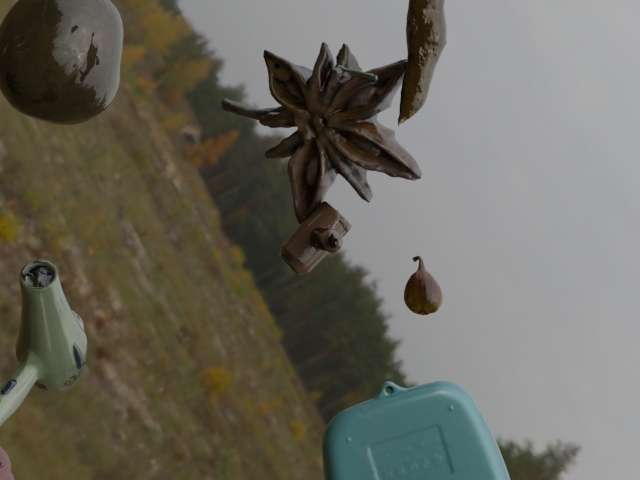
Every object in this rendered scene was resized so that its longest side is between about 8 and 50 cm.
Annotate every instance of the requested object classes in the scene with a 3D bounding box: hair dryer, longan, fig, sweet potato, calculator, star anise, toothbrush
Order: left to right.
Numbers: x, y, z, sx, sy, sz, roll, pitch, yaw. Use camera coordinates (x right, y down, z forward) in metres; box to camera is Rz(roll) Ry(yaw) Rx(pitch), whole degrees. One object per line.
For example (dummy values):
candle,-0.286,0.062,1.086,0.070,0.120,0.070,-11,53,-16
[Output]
hair dryer,-0.451,0.168,1.845,0.298,0.119,0.295,-48,158,-54
longan,-0.432,-0.313,2.040,0.215,0.246,0.246,47,-4,6
hair dryer,0.000,0.000,1.860,0.064,0.117,0.182,44,-5,-9
star anise,0.009,-0.187,1.907,0.109,0.350,0.292,1,69,-55
toothbrush,0.045,-0.225,1.648,0.011,0.014,0.167,70,-11,-17
fig,0.129,0.056,1.561,0.050,0.050,0.083,67,15,-62
sweet potato,0.152,-0.298,1.784,0.067,0.067,0.273,131,-31,-88
calculator,0.146,0.378,1.699,0.054,0.256,0.386,-120,-168,-83

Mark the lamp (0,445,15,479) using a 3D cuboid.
lamp,-0.614,0.409,1.995,0.226,0.227,0.227,63,-2,4
